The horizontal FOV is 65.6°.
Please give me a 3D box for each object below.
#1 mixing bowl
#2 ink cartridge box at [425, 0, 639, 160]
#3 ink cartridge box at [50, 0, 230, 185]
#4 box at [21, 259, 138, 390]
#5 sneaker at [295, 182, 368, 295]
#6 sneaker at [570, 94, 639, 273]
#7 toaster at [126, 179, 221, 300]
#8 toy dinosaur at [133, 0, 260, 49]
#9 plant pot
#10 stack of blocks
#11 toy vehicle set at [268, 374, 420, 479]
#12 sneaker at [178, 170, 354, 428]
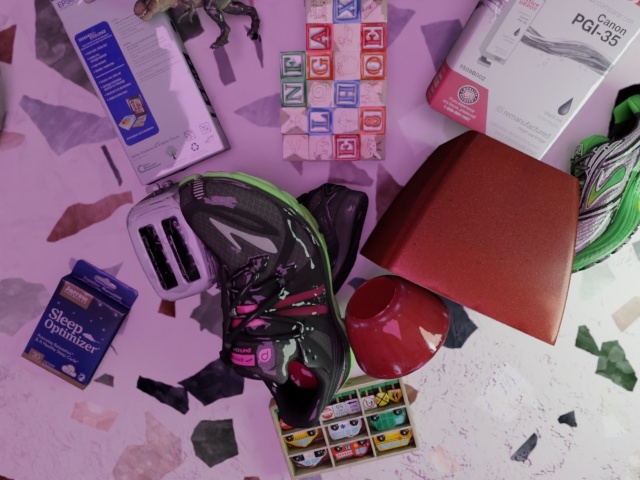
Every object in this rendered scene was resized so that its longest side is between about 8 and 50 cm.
[{"bbox_3d":[0.108,0.124,0.816,0.181,0.181,0.098,-35,121,8],"label":"mixing bowl"},{"bbox_3d":[0.321,-0.295,0.750,0.207,0.117,0.283,27,122,-3],"label":"ink cartridge box"},{"bbox_3d":[-0.298,-0.277,0.844,0.165,0.065,0.333,-22,101,6],"label":"ink cartridge box"},{"bbox_3d":[-0.462,0.162,0.955,0.136,0.036,0.225,31,100,-4],"label":"box"},{"bbox_3d":[0.000,0.000,0.886,0.130,0.087,0.228,24,124,23],"label":"sneaker"},{"bbox_3d":[0.464,-0.086,0.839,0.146,0.134,0.344,36,92,1],"label":"sneaker"},{"bbox_3d":[-0.238,0.008,0.858,0.128,0.146,0.227,-17,101,6],"label":"toaster"},{"bbox_3d":[-0.155,-0.381,0.796,0.268,0.064,0.118,-28,111,-15],"label":"toy dinosaur"},{"bbox_3d":[0.243,-0.021,0.791,0.266,0.267,0.236,24,92,-3],"label":"plant pot"},{"bbox_3d":[0.021,-0.282,0.820,0.171,0.087,0.298,0,102,2],"label":"stack of blocks"},{"bbox_3d":[0.048,0.361,0.977,0.266,0.035,0.166,-16,100,5],"label":"toy vehicle set"},{"bbox_3d":[-0.074,0.107,0.782,0.185,0.202,0.483,-12,119,28],"label":"sneaker"}]
